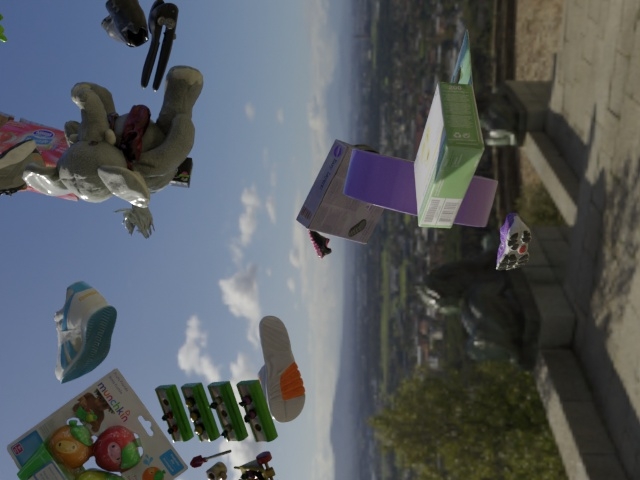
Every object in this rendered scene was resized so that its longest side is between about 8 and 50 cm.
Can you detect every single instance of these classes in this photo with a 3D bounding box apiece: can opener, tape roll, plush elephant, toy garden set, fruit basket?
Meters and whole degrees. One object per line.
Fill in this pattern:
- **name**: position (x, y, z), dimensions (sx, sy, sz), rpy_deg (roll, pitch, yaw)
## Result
- **can opener**: position (-0.328, -0.396, 1.593), dimensions (0.073, 0.059, 0.186), rpy_deg (-129, 48, -65)
- **tape roll**: position (0.185, -0.100, 1.451), dimensions (0.275, 0.275, 0.090), rpy_deg (-79, 2, -83)
- **plush elephant**: position (-0.380, -0.165, 1.407), dimensions (0.255, 0.272, 0.329), rpy_deg (-6, -83, -75)
- **toy garden set**: position (-0.183, 0.353, 1.376), dimensions (0.049, 0.244, 0.203), rpy_deg (-30, -75, -53)
- **fruit basket**: position (-0.575, 0.560, 1.992), dimensions (0.327, 0.353, 0.165), rpy_deg (55, -178, 1)

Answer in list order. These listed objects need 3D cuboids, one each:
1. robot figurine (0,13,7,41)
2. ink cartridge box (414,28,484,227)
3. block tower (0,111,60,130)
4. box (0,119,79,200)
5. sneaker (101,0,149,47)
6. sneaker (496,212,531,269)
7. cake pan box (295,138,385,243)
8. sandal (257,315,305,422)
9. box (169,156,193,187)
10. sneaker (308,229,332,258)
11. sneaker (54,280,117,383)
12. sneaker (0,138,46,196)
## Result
- **robot figurine**: position (-0.843, -0.537, 1.954), dimensions (0.067, 0.101, 0.115), rpy_deg (33, 166, 52)
- **ink cartridge box**: position (0.173, -0.159, 1.096), dimensions (0.171, 0.056, 0.235), rpy_deg (100, 172, -54)
- **block tower**: position (-1.033, -0.371, 2.598), dimensions (0.090, 0.336, 0.097), rpy_deg (-69, 22, 9)
- **box**: position (-0.839, -0.245, 2.356), dimensions (0.142, 0.300, 0.154), rpy_deg (88, -159, -45)
- **sneaker**: position (-0.544, -0.596, 2.198), dimensions (0.130, 0.109, 0.286), rpy_deg (60, 168, -5)
- **sneaker**: position (0.418, 0.004, 1.695), dimensions (0.169, 0.068, 0.071), rpy_deg (91, 171, -52)
- **cake pan box**: position (0.088, -0.134, 2.157), dimensions (0.070, 0.246, 0.266), rpy_deg (39, 110, 41)
- **sandal**: position (-0.107, 0.316, 1.893), dimensions (0.076, 0.102, 0.265), rpy_deg (-43, 51, 50)
- **box**: position (-0.426, -0.210, 2.380), dimensions (0.052, 0.062, 0.083), rpy_deg (107, 171, -74)
- **sneaker**: position (0.000, 0.000, 2.447), dimensions (0.047, 0.057, 0.119), rpy_deg (62, -176, -66)
- **sneaker**: position (-0.437, 0.170, 1.414), dimensions (0.087, 0.092, 0.228), rpy_deg (-20, -32, -49)
- **sneaker**: position (-0.784, -0.143, 1.891), dimensions (0.271, 0.100, 0.108), rpy_deg (-42, -67, -33)
